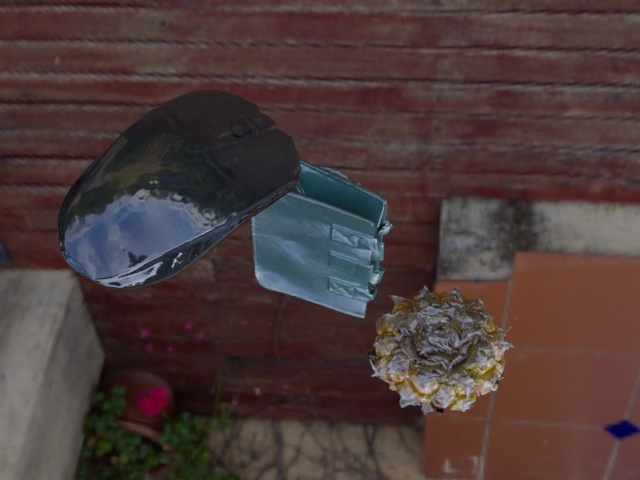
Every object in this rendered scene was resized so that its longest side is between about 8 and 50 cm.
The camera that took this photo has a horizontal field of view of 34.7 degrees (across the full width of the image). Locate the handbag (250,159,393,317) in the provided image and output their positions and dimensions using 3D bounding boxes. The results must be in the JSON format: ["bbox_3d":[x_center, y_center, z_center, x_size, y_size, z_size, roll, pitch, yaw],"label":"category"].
[{"bbox_3d":[-0.001,-0.001,1.805,0.238,0.089,0.326,21,148,11],"label":"handbag"}]

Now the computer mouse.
[{"bbox_3d":[-0.122,-0.061,0.949,0.137,0.270,0.086,46,143,6],"label":"computer mouse"}]

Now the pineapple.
[{"bbox_3d":[0.174,0.150,1.493,0.225,0.224,0.076,6,147,1],"label":"pineapple"}]
